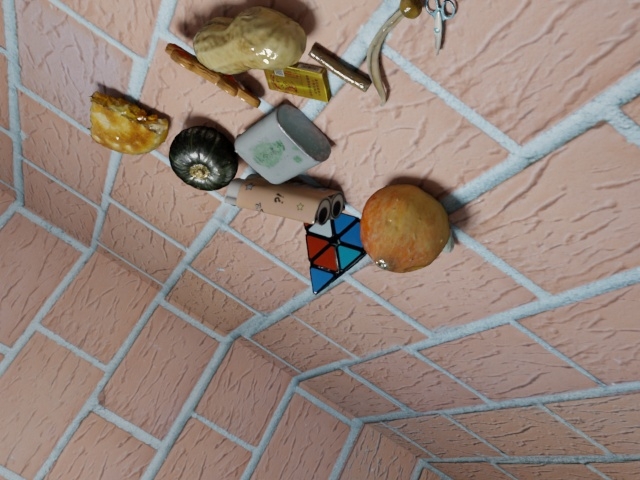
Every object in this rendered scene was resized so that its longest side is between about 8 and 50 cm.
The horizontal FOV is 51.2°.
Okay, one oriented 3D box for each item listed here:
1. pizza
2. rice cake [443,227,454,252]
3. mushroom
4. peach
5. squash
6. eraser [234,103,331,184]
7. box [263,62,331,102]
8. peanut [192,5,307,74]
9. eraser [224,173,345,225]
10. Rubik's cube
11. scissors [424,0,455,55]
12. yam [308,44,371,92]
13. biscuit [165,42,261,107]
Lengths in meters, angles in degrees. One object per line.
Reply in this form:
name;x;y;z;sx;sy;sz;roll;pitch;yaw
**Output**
pizza;-0.573;-0.346;1.945;0.336;0.086;0.226;1;137;41
rice cake;0.241;-0.028;1.740;0.222;0.042;0.080;17;146;26
mushroom;0.128;-0.362;1.290;0.068;0.043;0.306;51;158;13
peach;0.195;-0.020;1.597;0.233;0.232;0.232;23;152;13
squash;-0.318;-0.225;1.831;0.193;0.156;0.193;15;129;19
eraser;-0.099;-0.236;1.674;0.174;0.081;0.227;41;152;-19
box;-0.054;-0.358;1.483;0.156;0.022;0.089;17;149;24
peanut;-0.155;-0.410;1.382;0.290;0.130;0.130;5;144;39
eraser;-0.095;-0.115;1.815;0.291;0.171;0.087;14;110;28
Rubik's cube;0.000;0.000;1.906;0.234;0.250;0.284;49;158;4
scissors;0.211;-0.382;1.192;0.058;0.014;0.119;24;150;21
yam;0.039;-0.356;1.388;0.145;0.032;0.032;33;153;-3
biscuit;-0.238;-0.379;1.534;0.250;0.036;0.165;26;-165;-33
